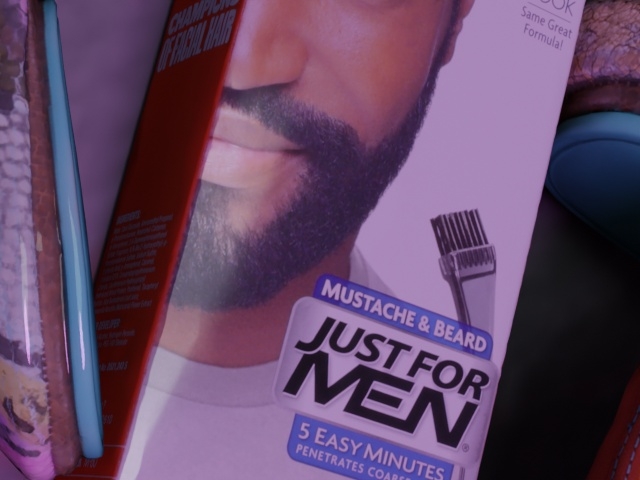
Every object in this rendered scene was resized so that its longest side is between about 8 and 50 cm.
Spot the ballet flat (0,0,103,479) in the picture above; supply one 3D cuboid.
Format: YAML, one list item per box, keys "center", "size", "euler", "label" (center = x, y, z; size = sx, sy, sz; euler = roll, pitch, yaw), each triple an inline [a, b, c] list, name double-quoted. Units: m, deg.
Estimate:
- center: [-0.087, -0.057, 0.429]
  size: [0.079, 0.077, 0.221]
  euler: [1, 80, -10]
  label: "ballet flat"

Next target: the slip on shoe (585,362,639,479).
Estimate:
- center: [0.104, 0.071, 0.449]
  size: [0.331, 0.101, 0.123]
  euler: [-44, 146, 7]
  label: "slip on shoe"

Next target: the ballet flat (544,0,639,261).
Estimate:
- center: [0.198, 0.017, 0.553]
  size: [0.316, 0.107, 0.106]
  euler: [40, 61, -21]
  label: "ballet flat"

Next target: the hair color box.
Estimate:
- center: [0.000, 0.000, 0.474]
  size: [0.093, 0.053, 0.167]
  euler: [19, 75, -24]
  label: "hair color box"
